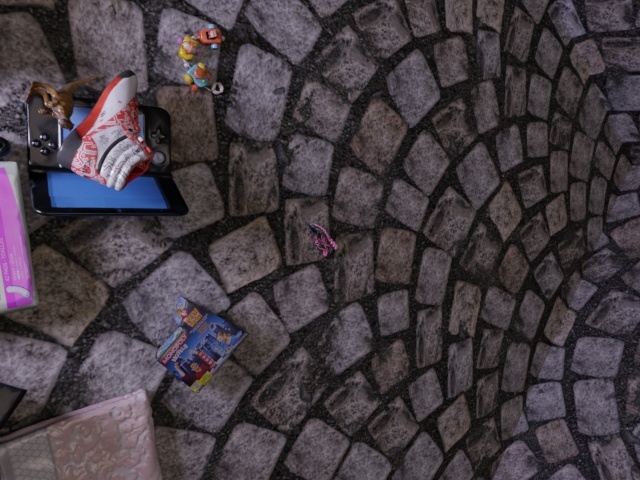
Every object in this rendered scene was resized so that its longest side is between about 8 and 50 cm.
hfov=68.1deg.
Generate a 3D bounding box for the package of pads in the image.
[{"bbox_3d":[-0.680,0.006,0.889,0.229,0.101,0.296,-10,99,-34],"label":"package of pads"}]

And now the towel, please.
[{"bbox_3d":[-0.524,0.541,1.070,0.317,0.053,0.331,-11,101,-33],"label":"towel"}]

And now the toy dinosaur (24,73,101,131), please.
[{"bbox_3d":[-0.526,-0.286,0.960,0.112,0.064,0.211,20,41,-34],"label":"toy dinosaur"}]

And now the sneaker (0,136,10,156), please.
[{"bbox_3d":[-0.672,-0.178,0.889,0.152,0.085,0.058,-5,97,-33],"label":"sneaker"}]

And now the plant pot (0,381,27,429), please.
[{"bbox_3d":[-0.675,0.321,0.840,0.188,0.187,0.166,32,56,-32],"label":"plant pot"}]

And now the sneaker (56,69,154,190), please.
[{"bbox_3d":[-0.399,-0.221,0.971,0.145,0.090,0.270,29,54,-17],"label":"sneaker"}]

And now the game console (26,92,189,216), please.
[{"bbox_3d":[-0.440,-0.178,0.993,0.293,0.173,0.250,-2,95,-35],"label":"game console"}]

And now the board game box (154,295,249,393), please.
[{"bbox_3d":[-0.313,0.242,1.183,0.194,0.060,0.194,-49,117,-21],"label":"board game box"}]

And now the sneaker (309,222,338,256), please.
[{"bbox_3d":[0.000,0.000,1.387,0.057,0.047,0.119,-45,116,-10],"label":"sneaker"}]

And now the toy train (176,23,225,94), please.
[{"bbox_3d":[-0.280,-0.446,1.155,0.125,0.046,0.166,-9,99,-33],"label":"toy train"}]
